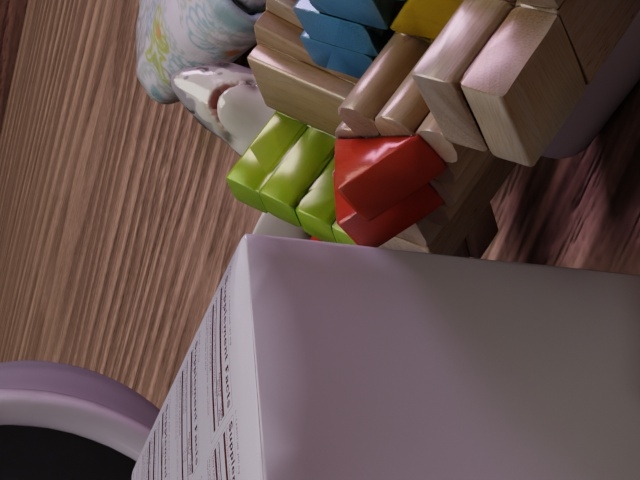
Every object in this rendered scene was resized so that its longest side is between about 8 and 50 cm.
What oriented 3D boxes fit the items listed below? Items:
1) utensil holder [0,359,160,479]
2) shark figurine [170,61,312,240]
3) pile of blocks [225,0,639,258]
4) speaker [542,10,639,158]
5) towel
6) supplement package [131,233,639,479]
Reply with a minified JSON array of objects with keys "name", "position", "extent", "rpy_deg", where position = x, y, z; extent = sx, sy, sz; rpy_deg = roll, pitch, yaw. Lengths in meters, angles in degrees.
[{"name":"utensil holder","position":[-0.208,0.244,1.300],"extent":[0.385,0.328,0.327],"rpy_deg":[-162,79,-83]},{"name":"shark figurine","position":[0.021,0.020,1.146],"extent":[0.116,0.166,0.278],"rpy_deg":[-9,-92,-81]},{"name":"pile of blocks","position":[0.018,-0.051,0.827],"extent":[0.112,0.149,0.362],"rpy_deg":[-54,-5,-20]},{"name":"speaker","position":[0.125,-0.093,0.851],"extent":[0.136,0.055,0.055],"rpy_deg":[120,152,-54]},{"name":"towel","position":[-0.079,-0.323,1.600],"extent":[0.320,0.090,0.374],"rpy_deg":[152,123,-74]},{"name":"supplement package","position":[0.034,0.120,0.822],"extent":[0.203,0.194,0.149],"rpy_deg":[118,153,-50]}]
